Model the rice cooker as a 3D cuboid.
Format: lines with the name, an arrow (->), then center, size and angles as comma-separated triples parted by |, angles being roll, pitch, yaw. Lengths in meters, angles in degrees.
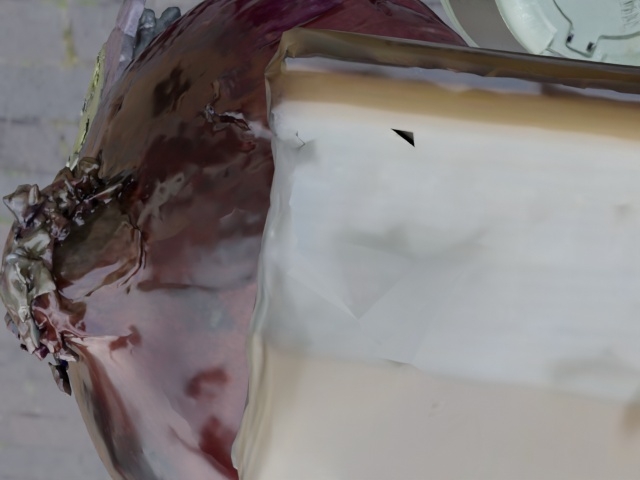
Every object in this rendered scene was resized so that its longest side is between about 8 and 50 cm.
rice cooker -> 0.286, -0.320, 1.929 | 0.288, 0.288, 0.277 | 11, -175, -16

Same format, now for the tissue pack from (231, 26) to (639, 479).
tissue pack -> 0.139, 0.085, 0.389 | 0.305, 0.239, 0.238 | 8, 147, 10

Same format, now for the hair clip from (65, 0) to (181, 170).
hair clip -> -0.172, -0.128, 1.414 | 0.056, 0.187, 0.146 | 26, 153, -12

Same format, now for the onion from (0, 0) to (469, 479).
onion -> -0.047, 0.023, 0.892 | 0.285, 0.348, 0.347 | 3, 150, -33
